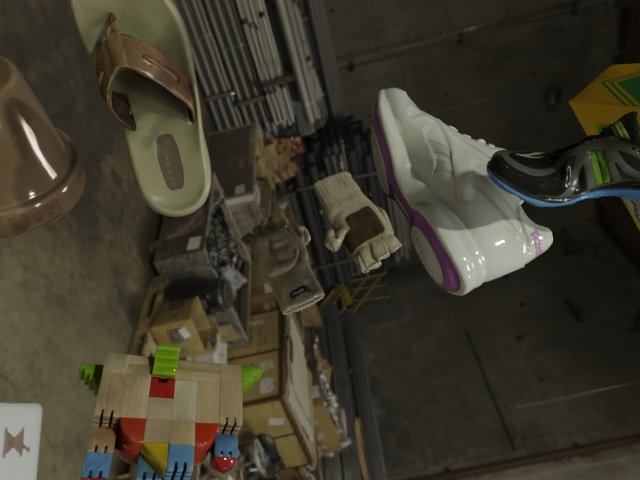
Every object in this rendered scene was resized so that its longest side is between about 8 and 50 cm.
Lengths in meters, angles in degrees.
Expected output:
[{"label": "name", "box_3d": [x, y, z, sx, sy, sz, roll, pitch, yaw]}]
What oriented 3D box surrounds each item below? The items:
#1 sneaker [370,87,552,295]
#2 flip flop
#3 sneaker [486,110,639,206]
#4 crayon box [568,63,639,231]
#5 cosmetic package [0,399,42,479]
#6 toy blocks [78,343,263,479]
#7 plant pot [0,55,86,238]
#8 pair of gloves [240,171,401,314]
[{"label": "sneaker", "box_3d": [0.156, -0.078, 0.626, 0.114, 0.152, 0.305, 74, -3, -57]}, {"label": "flip flop", "box_3d": [-0.187, -0.155, 0.554, 0.080, 0.112, 0.276, -107, -174, -75]}, {"label": "sneaker", "box_3d": [0.241, -0.074, 0.452, 0.067, 0.188, 0.078, -80, 166, -50]}, {"label": "crayon box", "box_3d": [0.566, -0.078, 0.732, 0.363, 0.106, 0.313, 49, 1, -22]}, {"label": "cosmetic package", "box_3d": [-0.531, 0.323, 0.455, 0.327, 0.394, 0.329, 63, 18, -68]}, {"label": "toy blocks", "box_3d": [-0.309, 0.377, 1.056, 0.260, 0.382, 0.190, -101, -153, -46]}, {"label": "plant pot", "box_3d": [-0.544, -0.169, 0.847, 0.229, 0.263, 0.263, 103, -19, -50]}, {"label": "pair of gloves", "box_3d": [0.000, 0.000, 0.882, 0.204, 0.240, 0.042, 53, -11, 33]}]
